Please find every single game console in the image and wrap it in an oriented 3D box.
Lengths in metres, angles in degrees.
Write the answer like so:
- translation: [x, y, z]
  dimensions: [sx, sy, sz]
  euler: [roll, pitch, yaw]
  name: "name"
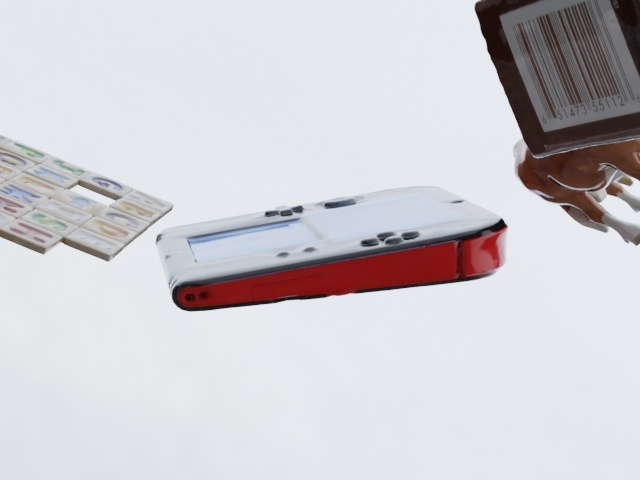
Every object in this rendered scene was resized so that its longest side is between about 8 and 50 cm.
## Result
- translation: [0.000, 0.000, 1.594]
  dimensions: [0.386, 0.341, 0.060]
  euler: [-138, -137, -78]
  name: "game console"

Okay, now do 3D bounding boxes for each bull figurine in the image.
- translation: [0.294, -0.097, 1.515]
  dimensions: [0.188, 0.101, 0.310]
  euler: [37, -15, 1]
  name: "bull figurine"

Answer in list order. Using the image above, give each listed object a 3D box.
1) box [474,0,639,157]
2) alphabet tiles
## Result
- translation: [0.330, -0.198, 1.147]
  dimensions: [0.191, 0.381, 0.143]
  euler: [-7, -72, 62]
  name: "box"
- translation: [-0.241, -0.040, 1.226]
  dimensions: [0.198, 0.237, 0.009]
  euler: [22, -75, 3]
  name: "alphabet tiles"
